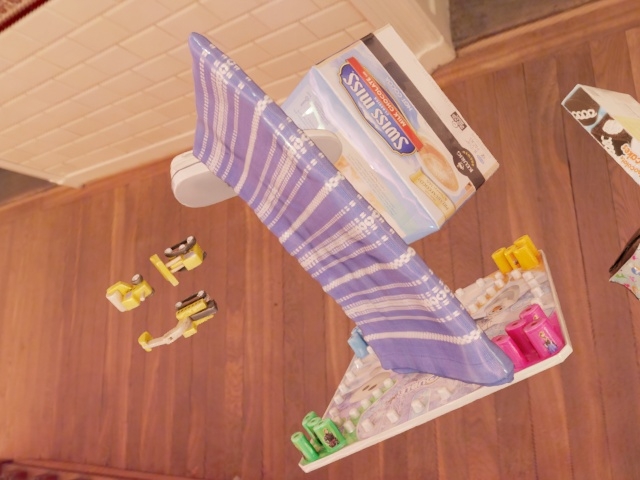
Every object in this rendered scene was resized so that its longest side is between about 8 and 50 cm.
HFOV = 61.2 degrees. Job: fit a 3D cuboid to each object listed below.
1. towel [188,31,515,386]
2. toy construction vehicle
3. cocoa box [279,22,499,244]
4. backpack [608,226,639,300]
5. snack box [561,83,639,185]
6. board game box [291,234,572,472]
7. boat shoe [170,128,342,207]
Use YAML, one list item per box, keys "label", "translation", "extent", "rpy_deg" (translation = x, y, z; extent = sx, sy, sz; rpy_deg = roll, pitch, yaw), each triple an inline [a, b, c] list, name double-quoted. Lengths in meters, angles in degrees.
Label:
- label: "towel"
  translation: [0.000, 0.000, 0.487]
  extent: [0.040, 0.243, 0.336]
  rpy_deg: [-44, 92, -15]
- label: "toy construction vehicle"
  translation: [-0.141, 0.054, 0.506]
  extent: [0.098, 0.085, 0.035]
  rpy_deg: [-27, 35, -2]
- label: "cocoa box"
  translation: [0.108, -0.174, 1.024]
  extent: [0.347, 0.228, 0.231]
  rpy_deg: [52, 146, -4]
- label: "backpack"
  translation: [0.876, 0.024, 1.367]
  extent: [0.225, 0.253, 0.191]
  rpy_deg: [-41, 57, -21]
- label: "snack box"
  translation: [0.661, -0.192, 1.106]
  extent: [0.060, 0.187, 0.321]
  rpy_deg: [-61, 41, 41]
- label: "board game box"
  translation: [0.166, 0.150, 0.830]
  extent: [0.390, 0.390, 0.050]
  rpy_deg: [-33, 94, 23]
- label: "boat shoe"
  translation: [-0.099, -0.129, 0.810]
  extent: [0.258, 0.095, 0.084]
  rpy_deg: [-14, 52, -12]
